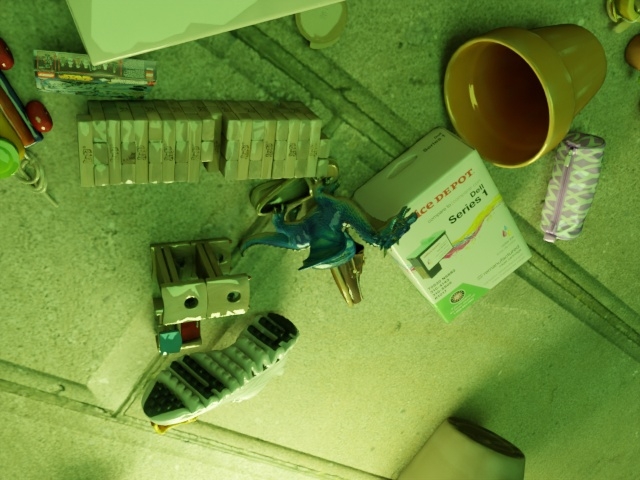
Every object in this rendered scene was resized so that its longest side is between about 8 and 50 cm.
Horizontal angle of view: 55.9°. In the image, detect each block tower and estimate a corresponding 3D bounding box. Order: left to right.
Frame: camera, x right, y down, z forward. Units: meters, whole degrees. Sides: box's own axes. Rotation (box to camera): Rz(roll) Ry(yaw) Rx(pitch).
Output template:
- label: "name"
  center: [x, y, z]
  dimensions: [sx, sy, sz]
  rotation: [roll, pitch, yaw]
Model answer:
- label: "block tower"
  center: [-0.158, -0.139, 0.836]
  dimensions: [0.335, 0.097, 0.091]
  rotation: [-5, 120, -23]

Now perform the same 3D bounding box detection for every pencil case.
- label: "pencil case"
  center: [0.468, -0.102, 1.127]
  dimensions: [0.088, 0.086, 0.206]
  rotation: [-35, 134, -45]

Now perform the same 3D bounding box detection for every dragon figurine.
- label: "dragon figurine"
  center: [0.000, 0.000, 0.914]
  dimensions: [0.289, 0.144, 0.085]
  rotation: [-29, 170, 16]

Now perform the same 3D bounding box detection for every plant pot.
- label: "plant pot"
  center: [0.312, 0.565, 1.350]
  dimensions: [0.323, 0.323, 0.280]
  rotation: [21, 91, -31]
- label: "plant pot"
  center: [0.330, -0.244, 0.934]
  dimensions: [0.188, 0.205, 0.205]
  rotation: [-31, 128, -24]

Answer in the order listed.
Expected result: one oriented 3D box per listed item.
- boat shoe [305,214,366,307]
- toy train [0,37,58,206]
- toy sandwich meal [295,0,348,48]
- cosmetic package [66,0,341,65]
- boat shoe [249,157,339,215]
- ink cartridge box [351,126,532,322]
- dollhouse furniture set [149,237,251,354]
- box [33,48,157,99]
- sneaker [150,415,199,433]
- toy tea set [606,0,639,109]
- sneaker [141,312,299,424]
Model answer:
- label: "boat shoe"
  center: [0.043, 0.026, 1.029]
  dimensions: [0.073, 0.073, 0.207]
  rotation: [-26, 126, -4]
- label: "toy train"
  center: [-0.377, -0.113, 0.724]
  dimensions: [0.105, 0.143, 0.248]
  rotation: [-26, 125, -7]
- label: "toy sandwich meal"
  center: [0.001, -0.313, 0.841]
  dimensions: [0.085, 0.029, 0.086]
  rotation: [-8, 117, -16]
- label: "cosmetic package"
  center: [-0.136, -0.311, 0.703]
  dimensions: [0.309, 0.160, 0.113]
  rotation: [-21, 124, -12]
- label: "boat shoe"
  center: [-0.035, -0.082, 0.947]
  dimensions: [0.153, 0.048, 0.056]
  rotation: [-22, 125, -10]
- label: "ink cartridge box"
  center: [0.214, -0.022, 1.047]
  dimensions: [0.201, 0.117, 0.278]
  rotation: [-39, 126, 2]
- label: "dollhouse furniture set"
  center: [-0.189, 0.109, 0.944]
  dimensions: [0.129, 0.129, 0.184]
  rotation: [-6, 120, -20]
- label: "box"
  center: [-0.278, -0.203, 0.745]
  dimensions: [0.137, 0.094, 0.027]
  rotation: [-1, 89, -24]
- label: "sneaker"
  center: [-0.218, 0.290, 1.077]
  dimensions: [0.175, 0.067, 0.064]
  rotation: [-31, 124, -6]
- label: "toy tea set"
  center: [0.631, -0.342, 1.034]
  dimensions: [0.200, 0.124, 0.336]
  rotation: [-37, 126, 1]
- label: "sneaker"
  center: [-0.156, 0.232, 1.000]
  dimensions: [0.292, 0.110, 0.118]
  rotation: [-23, 137, -39]
